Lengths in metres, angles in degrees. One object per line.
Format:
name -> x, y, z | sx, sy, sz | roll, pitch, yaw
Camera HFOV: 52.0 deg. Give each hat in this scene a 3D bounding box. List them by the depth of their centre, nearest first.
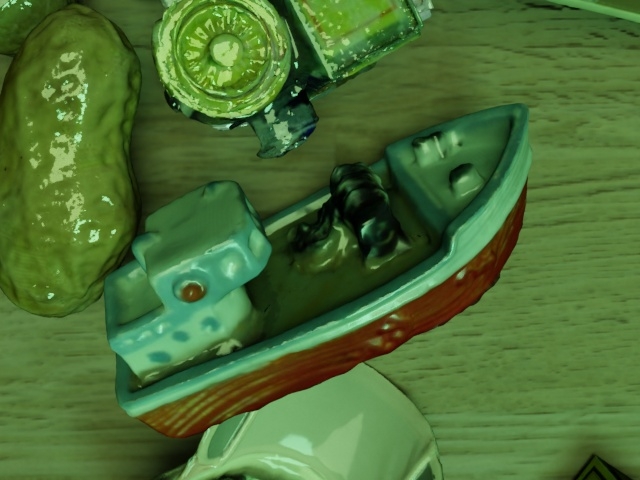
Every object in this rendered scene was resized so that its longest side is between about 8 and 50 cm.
hat -> -0.031, 0.204, 0.540 | 0.219, 0.164, 0.226 | 35, 57, -4

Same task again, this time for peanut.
peanut -> -0.175, -0.049, 0.466 | 0.108, 0.095, 0.226 | 18, 107, 23

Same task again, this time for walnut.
walnut -> -0.218, -0.174, 0.462 | 0.092, 0.092, 0.092 | -1, 99, -3

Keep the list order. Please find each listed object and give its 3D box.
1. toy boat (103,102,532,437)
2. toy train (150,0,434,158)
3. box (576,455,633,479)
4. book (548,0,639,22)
toy boat -> 0.000, 0.000, 0.457 | 0.332, 0.145, 0.133 | -26, 126, 0
toy train -> -0.057, -0.191, 0.445 | 0.177, 0.134, 0.261 | -31, 101, -6
box -> 0.296, 0.311, 0.580 | 0.220, 0.064, 0.141 | 34, 96, -10
book -> 0.187, -0.263, 0.440 | 0.310, 0.021, 0.217 | 4, 89, -20
